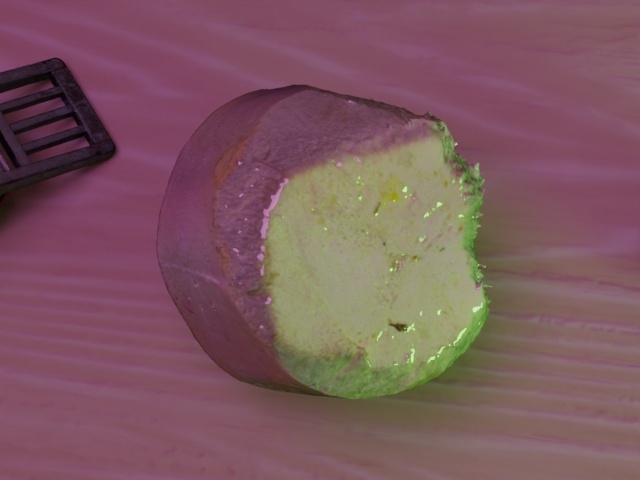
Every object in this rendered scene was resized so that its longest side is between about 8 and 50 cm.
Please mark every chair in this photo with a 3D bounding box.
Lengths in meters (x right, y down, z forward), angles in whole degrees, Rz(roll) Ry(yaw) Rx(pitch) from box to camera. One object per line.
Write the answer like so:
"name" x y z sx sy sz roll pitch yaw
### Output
"chair" -0.374 -0.074 1.933 0.270 0.147 0.136 -19 68 -39

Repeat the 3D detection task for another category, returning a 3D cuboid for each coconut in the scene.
"coconut" 0.000 0.000 1.737 0.297 0.309 0.297 -1 94 -21
